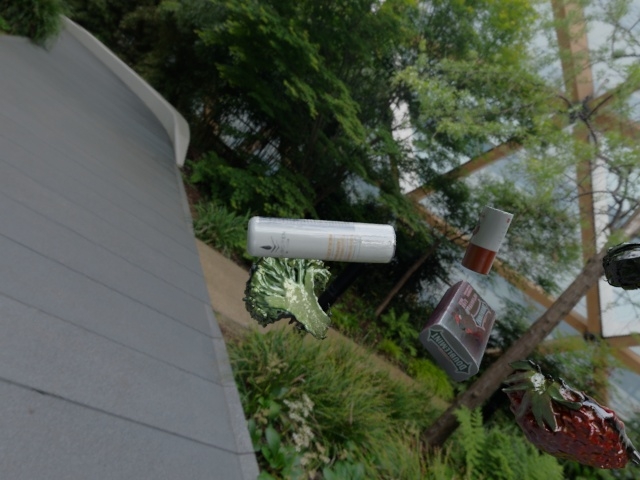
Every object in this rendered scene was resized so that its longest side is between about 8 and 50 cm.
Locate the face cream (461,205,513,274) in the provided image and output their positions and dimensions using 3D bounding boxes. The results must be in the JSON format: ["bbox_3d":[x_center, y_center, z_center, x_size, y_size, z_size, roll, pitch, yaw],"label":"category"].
[{"bbox_3d":[0.552,-0.001,1.367,0.095,0.215,0.096,17,12,-4],"label":"face cream"}]

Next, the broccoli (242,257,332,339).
[{"bbox_3d":[-0.082,0.150,1.149,0.273,0.242,0.180,46,-10,-5],"label":"broccoli"}]

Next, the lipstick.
[{"bbox_3d":[0.000,0.000,0.399,0.141,0.040,0.040,3,12,-9],"label":"lipstick"}]

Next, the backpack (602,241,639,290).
[{"bbox_3d":[0.692,0.054,0.904,0.165,0.119,0.106,4,72,-61],"label":"backpack"}]

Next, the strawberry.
[{"bbox_3d":[0.517,0.405,0.845,0.306,0.138,0.233,48,-11,-13],"label":"strawberry"}]

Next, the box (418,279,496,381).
[{"bbox_3d":[0.287,0.175,0.842,0.120,0.069,0.224,50,34,9],"label":"box"}]
